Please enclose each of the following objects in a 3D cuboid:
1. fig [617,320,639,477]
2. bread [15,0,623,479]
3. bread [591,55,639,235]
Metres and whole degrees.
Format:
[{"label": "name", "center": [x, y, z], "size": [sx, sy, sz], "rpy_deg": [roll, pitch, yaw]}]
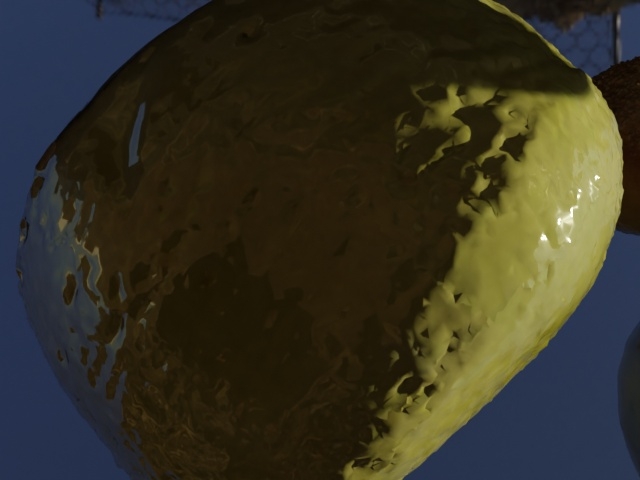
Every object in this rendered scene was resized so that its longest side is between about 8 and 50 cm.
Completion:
[{"label": "fig", "center": [0.350, 0.126, 0.983], "size": [0.239, 0.239, 0.271], "rpy_deg": [-33, -154, -8]}, {"label": "bread", "center": [0.007, 0.009, 0.650], "size": [0.320, 0.320, 0.237], "rpy_deg": [-36, -107, -10]}, {"label": "bread", "center": [0.405, -0.143, 1.613], "size": [0.192, 0.171, 0.314], "rpy_deg": [6, -139, 20]}]
